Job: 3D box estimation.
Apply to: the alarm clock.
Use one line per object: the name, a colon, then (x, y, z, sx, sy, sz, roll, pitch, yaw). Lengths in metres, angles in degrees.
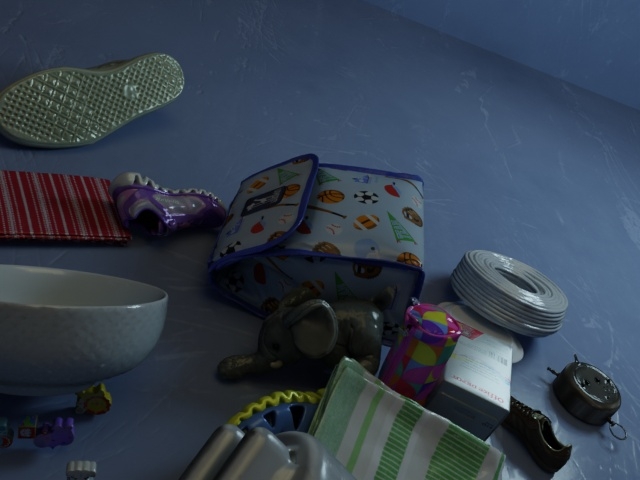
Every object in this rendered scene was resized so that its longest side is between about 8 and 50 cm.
alarm clock: (0.556, 0.321, 1.530, 0.129, 0.064, 0.192, -1, 46, -34)

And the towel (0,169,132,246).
towel: (-0.500, -0.060, 1.375, 0.275, 0.031, 0.199, 2, 39, -34)

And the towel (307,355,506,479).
towel: (0.122, 0.349, 1.110, 0.325, 0.038, 0.247, 33, 57, -14)

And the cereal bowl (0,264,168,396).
cereal bowl: (-0.385, 0.125, 1.042, 0.339, 0.141, 0.339, 7, 4, 0)

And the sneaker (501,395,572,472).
sneaker: (0.388, 0.333, 1.392, 0.066, 0.071, 0.188, -12, 50, -42)

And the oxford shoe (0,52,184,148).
oxford shoe: (-0.495, -0.300, 1.624, 0.130, 0.169, 0.449, -1, 22, 43)

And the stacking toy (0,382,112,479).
stacking toy: (-0.396, 0.257, 1.002, 0.221, 0.052, 0.167, 7, 29, -15)

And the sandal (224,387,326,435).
sandal: (-0.017, 0.301, 1.133, 0.317, 0.126, 0.138, -5, 49, -36)

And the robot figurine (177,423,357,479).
robot figurine: (-0.013, 0.370, 0.894, 0.353, 0.300, 0.199, 50, 60, -20)

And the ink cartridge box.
ink cartridge box: (0.257, 0.259, 1.354, 0.128, 0.127, 0.176, 27, 34, 0)

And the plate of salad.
plate of salad: (0.320, 0.193, 1.548, 0.200, 0.048, 0.200, 19, 25, -9)

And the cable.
cable: (0.411, 0.113, 1.638, 0.257, 0.089, 0.257, 26, 20, 2)

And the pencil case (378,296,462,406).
pencil case: (0.147, 0.211, 1.252, 0.104, 0.236, 0.104, 14, 29, -8)

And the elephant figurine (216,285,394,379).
elephant figurine: (-0.022, 0.154, 1.259, 0.239, 0.169, 0.186, 22, 53, -19)

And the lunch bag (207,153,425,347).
lunch bag: (0.000, 0.000, 1.453, 0.386, 0.238, 0.327, 9, 35, 3)

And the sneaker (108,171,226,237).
sneaker: (-0.287, -0.048, 1.440, 0.236, 0.095, 0.104, 13, 47, -35)
